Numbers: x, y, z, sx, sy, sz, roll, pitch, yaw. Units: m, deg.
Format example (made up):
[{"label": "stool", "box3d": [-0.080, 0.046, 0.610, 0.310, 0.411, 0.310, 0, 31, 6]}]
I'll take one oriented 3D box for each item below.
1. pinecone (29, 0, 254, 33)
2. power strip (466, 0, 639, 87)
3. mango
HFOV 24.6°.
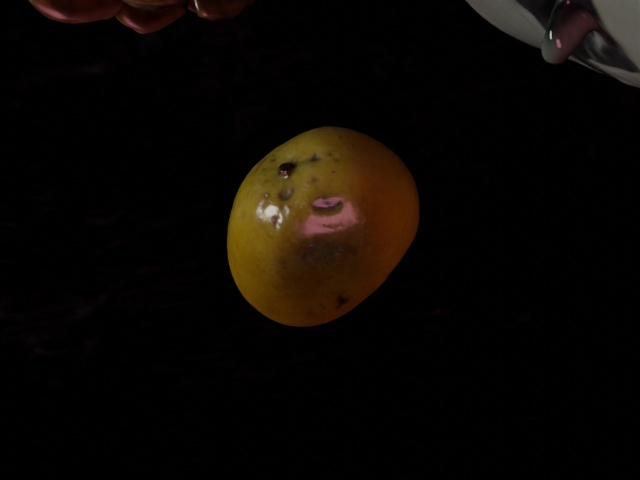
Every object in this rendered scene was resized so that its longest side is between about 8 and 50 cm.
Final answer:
[{"label": "pinecone", "box3d": [-0.069, -0.230, 0.739, 0.257, 0.243, 0.243, -28, 131, 21]}, {"label": "power strip", "box3d": [0.199, -0.227, 0.707, 0.357, 0.161, 0.357, -16, 118, -32]}, {"label": "mango", "box3d": [0.000, 0.000, 1.085, 0.137, 0.098, 0.195, -1, 140, -10]}]
